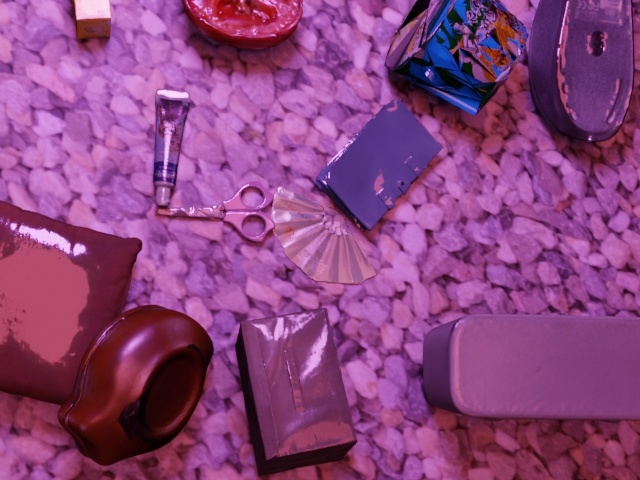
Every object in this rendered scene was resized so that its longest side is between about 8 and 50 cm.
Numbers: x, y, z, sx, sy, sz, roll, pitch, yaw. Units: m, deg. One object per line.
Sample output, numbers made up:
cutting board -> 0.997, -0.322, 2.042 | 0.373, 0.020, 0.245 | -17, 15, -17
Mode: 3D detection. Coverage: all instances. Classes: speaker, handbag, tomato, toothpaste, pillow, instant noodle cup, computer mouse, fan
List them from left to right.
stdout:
pillow -> -0.473, 0.103, 1.546 | 0.305, 0.108, 0.308 | 17, 78, -14
toothpaste -> -0.268, -0.163, 1.677 | 0.061, 0.037, 0.216 | 7, 75, -11
tomato -> -0.144, -0.433, 1.716 | 0.227, 0.101, 0.228 | 5, 73, -17
fan -> 0.000, 0.000, 1.732 | 0.240, 0.009, 0.131 | 41, 77, -5
handbag -> 0.109, -0.138, 1.759 | 0.144, 0.057, 0.221 | 45, 73, -11
instant noodle cup -> 0.254, -0.360, 1.746 | 0.178, 0.240, 0.240 | 31, 76, -15
speaker -> 0.389, 0.228, 1.702 | 0.406, 0.184, 0.183 | 3, 82, -13
computer mouse -> 0.511, -0.370, 1.858 | 0.203, 0.114, 0.374 | 6, 88, -16

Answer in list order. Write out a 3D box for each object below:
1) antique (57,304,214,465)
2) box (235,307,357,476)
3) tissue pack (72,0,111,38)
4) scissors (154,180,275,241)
antique -> -0.281, 0.229, 1.532 | 0.278, 0.129, 0.224 | -44, 134, -36
box -> -0.046, 0.248, 1.577 | 0.148, 0.155, 0.231 | -8, 67, -13
tissue pack -> -0.402, -0.447, 1.654 | 0.062, 0.095, 0.176 | -7, 84, -14
scissors -> -0.184, -0.052, 1.687 | 0.212, 0.021, 0.110 | 0, 80, -15
